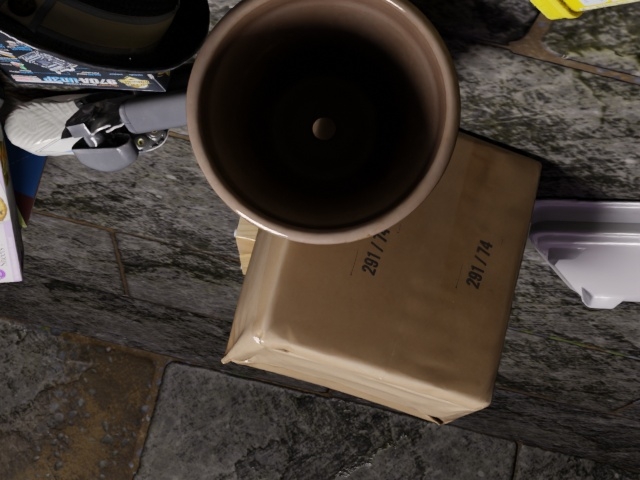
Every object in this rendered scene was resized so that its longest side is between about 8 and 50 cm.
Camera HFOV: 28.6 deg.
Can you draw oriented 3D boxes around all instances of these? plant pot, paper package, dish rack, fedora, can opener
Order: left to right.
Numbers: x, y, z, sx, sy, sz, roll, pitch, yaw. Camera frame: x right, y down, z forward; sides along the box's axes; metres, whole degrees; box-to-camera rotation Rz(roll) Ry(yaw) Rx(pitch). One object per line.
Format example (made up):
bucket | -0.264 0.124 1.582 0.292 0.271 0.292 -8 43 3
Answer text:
fedora | -0.203 -0.288 0.987 0.334 0.334 0.152 24 125 -29
can opener | -0.197 -0.145 1.530 0.283 0.076 0.095 -5 128 32
plant pot | 0.002 -0.123 1.297 0.263 0.263 0.229 13 179 0
paper package | 0.078 0.026 1.510 0.309 0.325 0.168 19 161 -14
dish rack | 0.451 0.031 1.677 0.332 0.072 0.285 1 158 30

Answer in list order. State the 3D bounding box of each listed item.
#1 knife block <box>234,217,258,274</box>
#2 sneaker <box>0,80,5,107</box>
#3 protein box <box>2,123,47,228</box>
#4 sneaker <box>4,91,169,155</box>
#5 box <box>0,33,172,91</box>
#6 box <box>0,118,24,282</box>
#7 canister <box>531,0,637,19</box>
knife block | 0.000 0.000 1.871 0.242 0.088 0.276 13 162 4
sneaker | -0.438 -0.197 1.470 0.146 0.102 0.293 34 178 -10
protein box | -0.551 -0.103 1.878 0.199 0.136 0.201 24 159 -33
sneaker | -0.303 -0.154 1.663 0.237 0.085 0.086 2 -174 21
box | -0.302 -0.236 1.438 0.220 0.051 0.175 6 161 23
box | -0.458 -0.065 1.724 0.067 0.063 0.324 -2 139 -7
canister | 0.244 -0.240 1.001 0.169 0.073 0.126 -3 156 38
